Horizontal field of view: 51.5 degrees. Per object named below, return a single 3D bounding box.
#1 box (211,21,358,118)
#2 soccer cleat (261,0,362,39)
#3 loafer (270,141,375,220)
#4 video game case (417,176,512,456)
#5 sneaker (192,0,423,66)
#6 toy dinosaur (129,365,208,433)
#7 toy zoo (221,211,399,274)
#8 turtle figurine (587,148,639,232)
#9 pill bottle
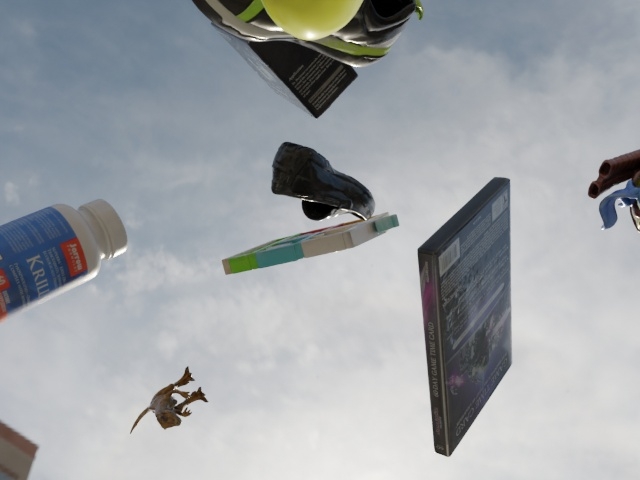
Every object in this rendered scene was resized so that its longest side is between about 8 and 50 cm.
[{"bbox_3d":[-0.054,-0.277,0.957,0.093,0.156,0.158,-47,-52,0],"label":"box"},{"bbox_3d":[0.036,-0.208,0.297,0.093,0.121,0.289,-25,-30,-38],"label":"soccer cleat"},{"bbox_3d":[0.004,-0.063,0.914,0.223,0.076,0.078,26,-94,-55],"label":"loafer"},{"bbox_3d":[0.178,0.088,0.781,0.026,0.196,0.274,12,-56,34],"label":"video game case"},{"bbox_3d":[-0.006,-0.230,0.593,0.234,0.084,0.097,2,-25,-38],"label":"sneaker"},{"bbox_3d":[-0.244,0.252,1.036,0.112,0.211,0.064,-27,-91,-26],"label":"toy dinosaur"},{"bbox_3d":[0.000,0.000,1.148,0.293,0.192,0.030,-13,-85,26],"label":"toy zoo"},{"bbox_3d":[0.452,-0.031,0.718,0.274,0.266,0.198,-15,-92,27],"label":"turtle figurine"},{"bbox_3d":[-0.397,0.020,0.952,0.221,0.124,0.124,-31,-52,-37],"label":"pill bottle"}]
